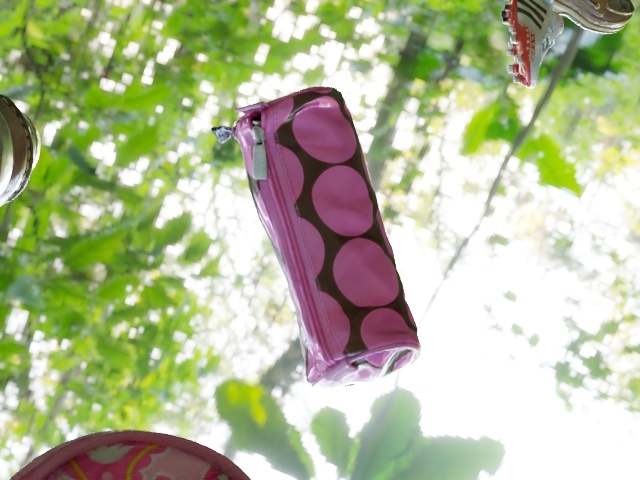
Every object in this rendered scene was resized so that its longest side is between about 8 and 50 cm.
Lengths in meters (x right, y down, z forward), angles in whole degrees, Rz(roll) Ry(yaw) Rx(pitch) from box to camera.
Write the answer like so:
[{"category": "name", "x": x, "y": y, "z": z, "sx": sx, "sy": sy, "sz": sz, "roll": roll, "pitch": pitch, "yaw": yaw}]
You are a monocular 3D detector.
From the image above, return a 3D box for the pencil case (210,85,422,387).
[{"category": "pencil case", "x": 0.000, "y": 0.000, "z": 0.878, "sx": 0.209, "sy": 0.095, "sz": 0.098, "roll": 70, "pitch": -163, "yaw": 9}]

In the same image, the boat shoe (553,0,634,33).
[{"category": "boat shoe", "x": 0.285, "y": -0.271, "z": 1.354, "sx": 0.178, "sy": 0.060, "sz": 0.064, "roll": 9, "pitch": -133, "yaw": -40}]

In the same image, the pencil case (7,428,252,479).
[{"category": "pencil case", "x": -0.100, "y": 0.200, "z": 0.545, "sx": 0.124, "sy": 0.284, "sz": 0.124, "roll": 11, "pitch": -134, "yaw": -12}]

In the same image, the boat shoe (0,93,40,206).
[{"category": "boat shoe", "x": -0.321, "y": -0.051, "z": 0.740, "sx": 0.307, "sy": 0.111, "sz": 0.104, "roll": 6, "pitch": -171, "yaw": 3}]

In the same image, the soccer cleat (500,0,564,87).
[{"category": "soccer cleat", "x": 0.128, "y": -0.121, "z": 0.744, "sx": 0.035, "sy": 0.029, "sz": 0.083, "roll": 0, "pitch": -136, "yaw": 1}]
